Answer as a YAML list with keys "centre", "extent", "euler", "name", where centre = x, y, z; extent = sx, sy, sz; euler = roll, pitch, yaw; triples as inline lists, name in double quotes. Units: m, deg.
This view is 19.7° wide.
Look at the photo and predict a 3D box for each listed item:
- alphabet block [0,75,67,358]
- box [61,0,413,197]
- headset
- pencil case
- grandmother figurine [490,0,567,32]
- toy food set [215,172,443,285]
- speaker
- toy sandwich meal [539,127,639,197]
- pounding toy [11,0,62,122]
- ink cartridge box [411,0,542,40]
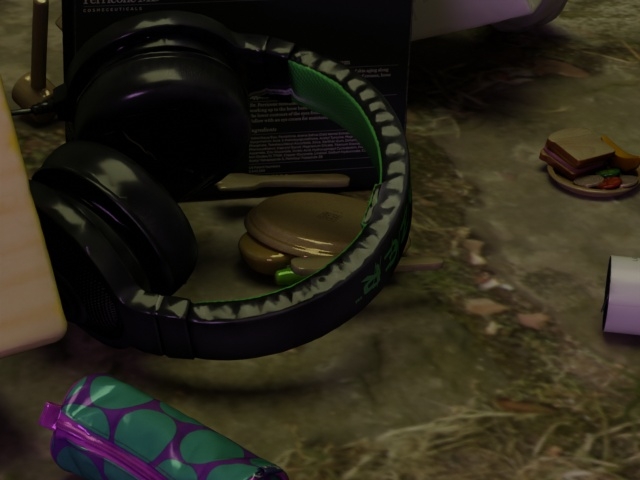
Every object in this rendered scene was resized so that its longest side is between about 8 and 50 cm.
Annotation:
- centre: [-0.295, -0.001, 1.099]
  extent: [0.197, 0.192, 0.193]
  euler: [-18, 8, -32]
  name: "alphabet block"
- centre: [-0.067, -0.137, 1.436]
  extent: [0.261, 0.184, 0.103]
  euler: [-4, 29, -12]
  name: "box"
- centre: [-0.131, -0.031, 1.270]
  extent: [0.394, 0.185, 0.243]
  euler: [13, 55, 12]
  name: "headset"
- centre: [-0.087, 0.131, 1.059]
  extent: [0.151, 0.065, 0.070]
  euler: [23, 10, 34]
  name: "pencil case"
- centre: [0.133, -0.296, 1.844]
  extent: [0.207, 0.104, 0.342]
  euler: [-20, 32, -21]
  name: "grandmother figurine"
- centre: [0.000, 0.000, 1.352]
  extent: [0.132, 0.039, 0.192]
  euler: [-1, 22, -22]
  name: "toy food set"
- centre: [0.262, 0.043, 1.265]
  extent: [0.136, 0.055, 0.055]
  euler: [5, 28, 6]
  name: "speaker"
- centre: [0.221, -0.064, 1.486]
  extent: [0.085, 0.029, 0.085]
  euler: [2, 28, -1]
  name: "toy sandwich meal"
- centre: [-0.160, -0.163, 1.516]
  extent: [0.094, 0.206, 0.181]
  euler: [45, 14, 15]
  name: "pounding toy"
- centre: [0.039, -0.251, 1.652]
  extent: [0.353, 0.119, 0.207]
  euler: [-10, 23, 28]
  name: "ink cartridge box"
